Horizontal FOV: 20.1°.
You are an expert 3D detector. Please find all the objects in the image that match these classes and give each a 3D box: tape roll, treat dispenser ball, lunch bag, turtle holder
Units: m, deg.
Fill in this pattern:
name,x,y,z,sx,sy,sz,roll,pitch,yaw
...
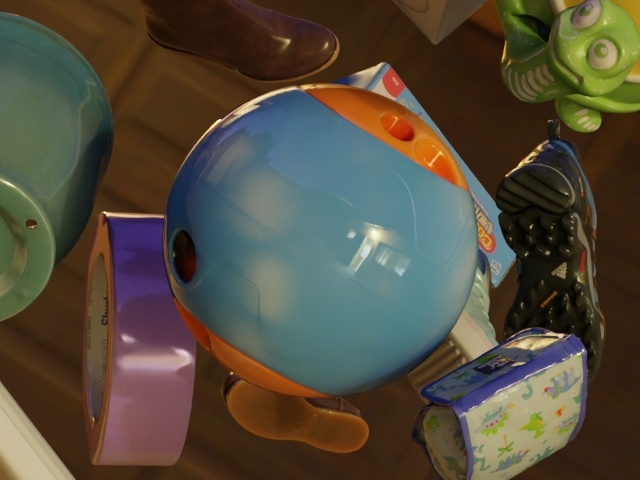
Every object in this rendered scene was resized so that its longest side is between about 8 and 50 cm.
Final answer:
name,x,y,z,sx,sy,sz,roll,pitch,yaw
tape roll,-0.201,0.107,1.965,0.090,0.275,0.275,3,0,-15
treat dispenser ball,0.000,0.000,1.642,0.288,0.288,0.288,31,-8,5
lunch bag,0.153,0.140,1.520,0.096,0.128,0.151,56,-17,18
turtle holder,0.258,-0.237,1.521,0.320,0.243,0.227,-10,-8,-44

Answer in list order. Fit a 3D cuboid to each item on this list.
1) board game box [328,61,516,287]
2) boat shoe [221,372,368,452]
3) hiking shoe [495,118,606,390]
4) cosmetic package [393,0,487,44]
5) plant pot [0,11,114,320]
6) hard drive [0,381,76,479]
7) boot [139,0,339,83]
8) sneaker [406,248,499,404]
name,x,y,z,sx,sy,sz,roll,pitch,yaw
board game box,0.057,-0.055,2.319,0.302,0.086,0.308,-15,-59,50
boat shoe,-0.038,0.194,2.118,0.207,0.073,0.073,27,14,-37
hiking shoe,0.260,0.034,1.930,0.113,0.132,0.304,8,-56,21
cosmetic package,0.028,-0.389,1.746,0.377,0.097,0.284,48,-10,8
plant pot,-0.347,-0.057,1.810,0.271,0.272,0.255,35,22,-22
hard drive,-0.215,0.209,1.374,0.307,0.040,0.203,52,-23,1
boot,-0.109,-0.276,2.286,0.248,0.090,0.207,5,-15,10
sneaker,0.137,0.058,1.926,0.366,0.150,0.135,52,-29,41
